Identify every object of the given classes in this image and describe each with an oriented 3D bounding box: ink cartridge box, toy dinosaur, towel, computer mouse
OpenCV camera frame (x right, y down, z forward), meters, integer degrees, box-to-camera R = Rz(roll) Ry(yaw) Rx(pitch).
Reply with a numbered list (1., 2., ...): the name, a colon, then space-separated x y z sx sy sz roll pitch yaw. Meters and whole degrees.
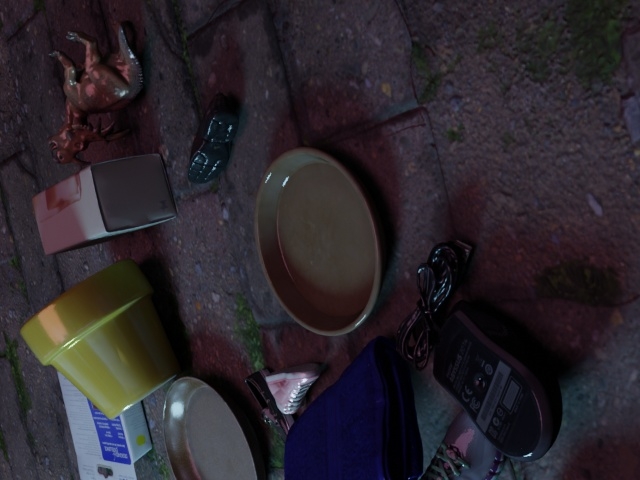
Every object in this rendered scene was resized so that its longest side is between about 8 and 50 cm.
1. ink cartridge box: -0.487 0.400 1.895 0.304 0.072 0.307 -10 95 50
2. toy dinosaur: -0.396 -0.277 1.551 0.296 0.127 0.200 -28 86 37
3. towel: 0.041 0.305 1.193 0.308 0.076 0.227 -52 29 44
4. computer mouse: 0.203 0.141 1.003 0.272 0.072 0.188 52 136 42

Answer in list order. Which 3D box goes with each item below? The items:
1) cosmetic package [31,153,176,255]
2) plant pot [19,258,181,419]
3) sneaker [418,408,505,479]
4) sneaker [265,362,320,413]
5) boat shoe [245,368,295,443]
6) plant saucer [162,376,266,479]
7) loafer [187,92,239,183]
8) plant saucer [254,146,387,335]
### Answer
1. cosmetic package: -0.422 -0.065 1.613 0.296 0.153 0.129 -13 92 49
2. plant pot: -0.400 0.201 1.609 0.239 0.254 0.254 56 139 1
3. sneaker: 0.162 0.307 1.068 0.083 0.098 0.223 38 128 37
4. sneaker: -0.034 0.234 1.320 0.134 0.051 0.070 -23 85 54
5. boat shoe: -0.080 0.280 1.388 0.142 0.040 0.049 62 153 20
6. plant saucer: -0.192 0.396 1.555 0.311 0.050 0.310 17 112 47
7. loafer: -0.177 -0.164 1.375 0.170 0.062 0.061 -56 37 38
8. plant saucer: 0.000 0.000 1.218 0.278 0.041 0.277 18 114 45
